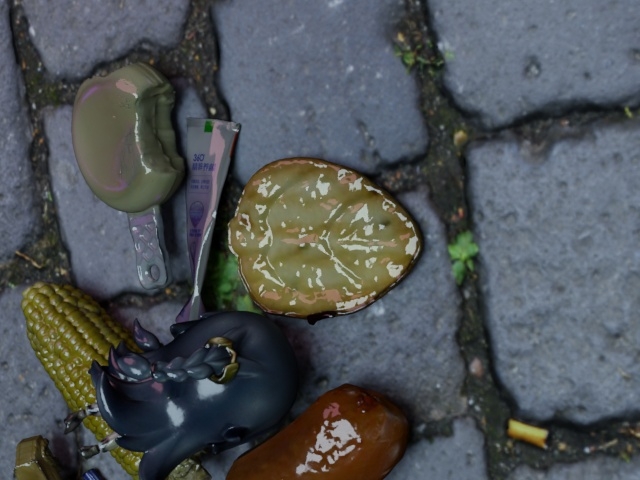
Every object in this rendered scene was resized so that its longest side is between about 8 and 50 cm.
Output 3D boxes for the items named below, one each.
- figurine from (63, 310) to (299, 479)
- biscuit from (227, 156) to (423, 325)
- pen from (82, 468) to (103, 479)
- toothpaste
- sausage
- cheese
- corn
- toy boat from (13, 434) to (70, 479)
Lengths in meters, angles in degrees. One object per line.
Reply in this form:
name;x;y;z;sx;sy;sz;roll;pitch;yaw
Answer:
figurine;-0.154;0.178;1.433;0.197;0.265;0.175;-2;112;58
biscuit;0.002;0.001;1.476;0.260;0.041;0.203;2;92;25
pen;-0.252;0.388;1.634;0.204;0.025;0.025;47;111;16
toothpaste;-0.151;-0.005;1.545;0.075;0.048;0.301;5;90;53
sausage;-0.007;0.267;1.451;0.258;0.133;0.133;-37;78;22
cheese;-0.232;-0.079;1.555;0.163;0.082;0.286;-15;89;38
corn;-0.263;0.188;1.572;0.347;0.130;0.130;45;111;19
toy boat;-0.361;0.365;1.661;0.064;0.072;0.206;-17;99;12
